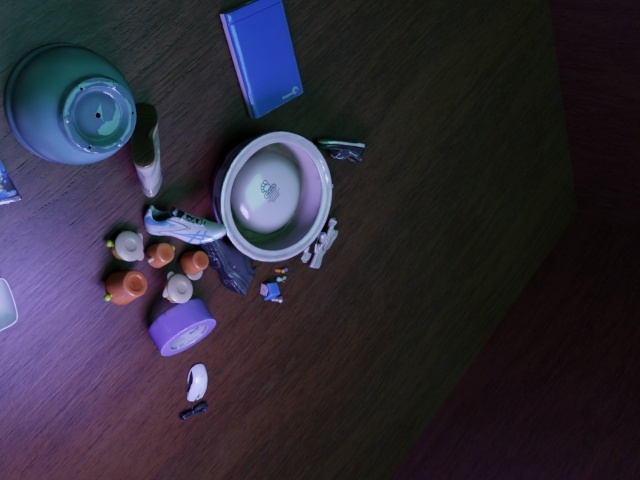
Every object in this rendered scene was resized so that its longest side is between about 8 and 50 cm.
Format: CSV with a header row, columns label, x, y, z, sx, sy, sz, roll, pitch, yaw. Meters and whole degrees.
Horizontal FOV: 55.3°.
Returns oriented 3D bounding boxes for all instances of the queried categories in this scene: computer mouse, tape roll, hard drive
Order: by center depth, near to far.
label,x,y,z,sx,sy,sz,roll,pitch,yaw
hard drive,-0.170,-0.559,1.848,0.210,0.040,0.319,-37,130,-30
tape roll,-0.418,0.264,1.852,0.189,0.080,0.189,-33,163,-11
computer mouse,-0.417,0.510,2.058,0.106,0.042,0.193,-6,111,-43

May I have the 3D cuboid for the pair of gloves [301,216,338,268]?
label,x,y,z,sx,sy,sz,roll,pitch,yaw
pair of gloves,0.000,0.000,2.215,0.204,0.042,0.240,-65,159,-4

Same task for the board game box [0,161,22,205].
label,x,y,z,sx,sy,sz,roll,pitch,yaw
board game box,-0.797,-0.160,1.364,0.194,0.060,0.194,-23,121,-37

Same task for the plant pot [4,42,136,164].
label,x,y,z,sx,sy,sz,roll,pitch,yaw
plant pot,-0.558,-0.308,1.443,0.293,0.196,0.293,-20,120,-40

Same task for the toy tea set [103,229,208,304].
label,x,y,z,sx,sy,sz,roll,pitch,yaw
toy tea set,-0.485,0.096,1.786,0.336,0.124,0.200,14,67,-45

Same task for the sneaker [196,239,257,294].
label,x,y,z,sx,sy,sz,roll,pitch,yaw
sneaker,-0.294,0.051,1.957,0.130,0.109,0.286,-57,145,-25

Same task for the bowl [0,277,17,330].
label,x,y,z,sx,sy,sz,roll,pitch,yaw
bowl,-0.824,0.161,1.480,0.142,0.053,0.142,-25,124,-37

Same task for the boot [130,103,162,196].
label,x,y,z,sx,sy,sz,roll,pitch,yaw
boot,-0.466,-0.242,1.642,0.077,0.213,0.165,-4,153,-9

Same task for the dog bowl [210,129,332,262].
label,x,y,z,sx,sy,sz,roll,pitch,yaw
dog bowl,-0.165,-0.145,1.917,0.407,0.150,0.409,-11,110,-34

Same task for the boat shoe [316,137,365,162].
label,x,y,z,sx,sy,sz,roll,pitch,yaw
boat shoe,0.073,-0.320,2.169,0.233,0.084,0.079,1,106,-49

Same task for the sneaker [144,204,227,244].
label,x,y,z,sx,sy,sz,roll,pitch,yaw
sneaker,-0.384,-0.047,1.735,0.085,0.237,0.086,-84,-178,-55

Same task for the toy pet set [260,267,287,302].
label,x,y,z,sx,sy,sz,roll,pitch,yaw
toy pet set,-0.151,0.167,2.164,0.114,0.065,0.122,-3,109,-45
